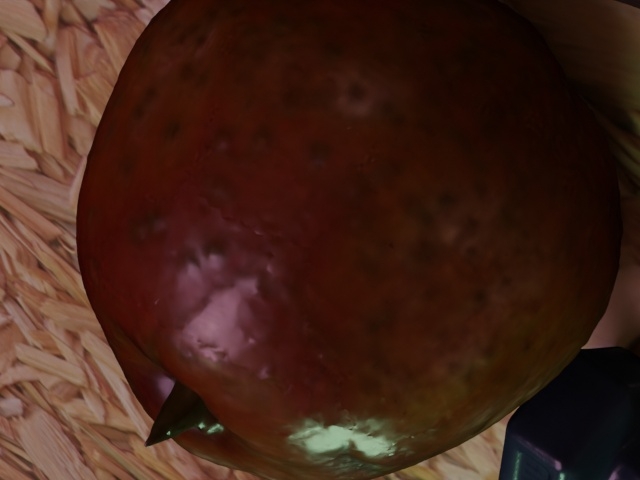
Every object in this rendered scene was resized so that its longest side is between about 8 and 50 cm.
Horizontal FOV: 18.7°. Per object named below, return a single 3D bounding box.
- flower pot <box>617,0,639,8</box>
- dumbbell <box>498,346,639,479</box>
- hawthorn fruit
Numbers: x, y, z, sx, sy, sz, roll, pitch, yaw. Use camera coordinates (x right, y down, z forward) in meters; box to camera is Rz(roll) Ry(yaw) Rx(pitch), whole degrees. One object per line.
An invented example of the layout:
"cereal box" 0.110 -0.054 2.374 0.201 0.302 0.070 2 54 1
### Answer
"flower pot" 0.214 -0.240 1.211 0.251 0.084 0.179 27 135 43
"dumbbell" 0.280 0.210 1.418 0.316 0.156 0.143 36 171 33
"hawthorn fruit" 0.000 0.000 1.377 0.403 0.402 0.403 34 139 35
